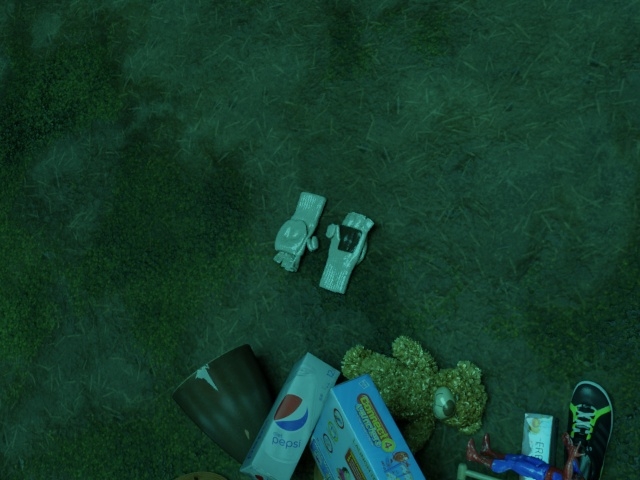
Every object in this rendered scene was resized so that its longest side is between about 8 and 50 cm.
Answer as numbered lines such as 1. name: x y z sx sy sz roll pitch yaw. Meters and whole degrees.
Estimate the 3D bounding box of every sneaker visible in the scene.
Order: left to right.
1. sneaker: 0.522 0.389 1.658 0.084 0.097 0.234 1 74 26

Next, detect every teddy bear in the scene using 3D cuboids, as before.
1. teddy bear: 0.183 0.329 1.834 0.338 0.113 0.245 24 87 30

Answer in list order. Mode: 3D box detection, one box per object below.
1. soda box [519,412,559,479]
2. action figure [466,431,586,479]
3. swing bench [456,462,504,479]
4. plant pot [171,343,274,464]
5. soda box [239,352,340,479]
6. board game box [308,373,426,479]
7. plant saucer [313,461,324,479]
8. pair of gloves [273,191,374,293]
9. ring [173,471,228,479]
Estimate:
1. soda box: 0.437 0.441 1.702 0.058 0.063 0.183 2 76 29
2. action figure: 0.420 0.403 1.611 0.280 0.091 0.139 17 104 41
3. swing bench: 0.353 0.602 1.620 0.253 0.165 0.254 11 114 27
4. plant pot: -0.189 0.394 1.955 0.215 0.215 0.230 -39 76 10
5. soda box: -0.064 0.394 1.861 0.091 0.098 0.286 33 60 -7
6. board game box: 0.098 0.469 1.684 0.086 0.302 0.308 -17 61 -22
7. plant saucer: 0.073 0.515 1.870 0.200 0.037 0.200 -8 71 24
8. pair of gloves: 0.000 0.000 2.065 0.240 0.042 0.204 26 86 31
9. ring: -0.317 0.686 1.940 0.336 0.032 0.336 -19 46 21
